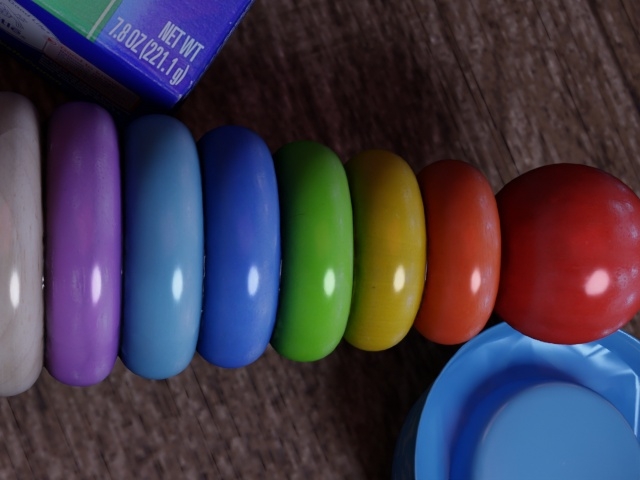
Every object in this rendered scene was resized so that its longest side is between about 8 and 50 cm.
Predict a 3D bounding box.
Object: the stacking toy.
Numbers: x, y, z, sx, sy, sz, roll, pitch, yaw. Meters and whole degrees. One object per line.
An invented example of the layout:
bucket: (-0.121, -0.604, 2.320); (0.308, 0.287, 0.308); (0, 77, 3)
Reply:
stacking toy: (0.000, 0.000, 0.747); (0.330, 0.141, 0.141); (-1, 78, -10)

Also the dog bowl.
dog bowl: (0.116, 0.190, 0.810); (0.166, 0.074, 0.297); (1, 77, -19)

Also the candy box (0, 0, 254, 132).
candy box: (-0.102, -0.257, 0.791); (0.268, 0.122, 0.317); (34, 75, -10)
